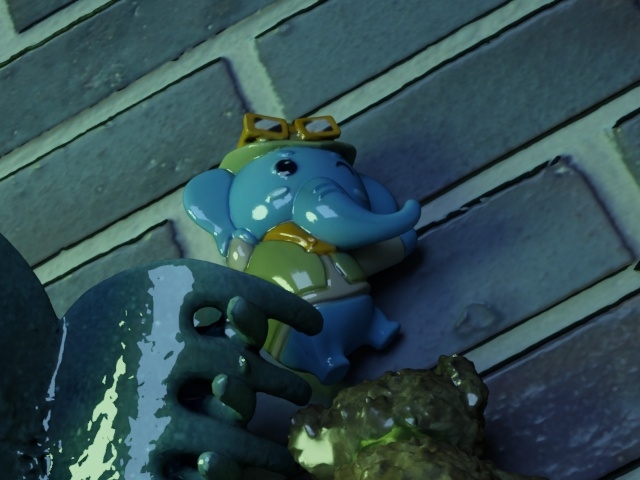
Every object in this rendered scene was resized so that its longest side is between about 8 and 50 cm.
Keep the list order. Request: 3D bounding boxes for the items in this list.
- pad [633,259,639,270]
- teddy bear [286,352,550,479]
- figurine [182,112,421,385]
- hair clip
[{"bbox_3d":[0.359,-0.042,1.491,0.170,0.006,0.245,-53,17,-18],"label":"pad"},{"bbox_3d":[0.079,0.250,1.413,0.246,0.222,0.296,-19,90,7],"label":"teddy bear"},{"bbox_3d":[-0.002,0.003,1.670,0.180,0.154,0.262,-29,61,-6],"label":"figurine"},{"bbox_3d":[-0.154,0.165,1.486,0.238,0.392,0.318,3,73,22],"label":"hair clip"}]
